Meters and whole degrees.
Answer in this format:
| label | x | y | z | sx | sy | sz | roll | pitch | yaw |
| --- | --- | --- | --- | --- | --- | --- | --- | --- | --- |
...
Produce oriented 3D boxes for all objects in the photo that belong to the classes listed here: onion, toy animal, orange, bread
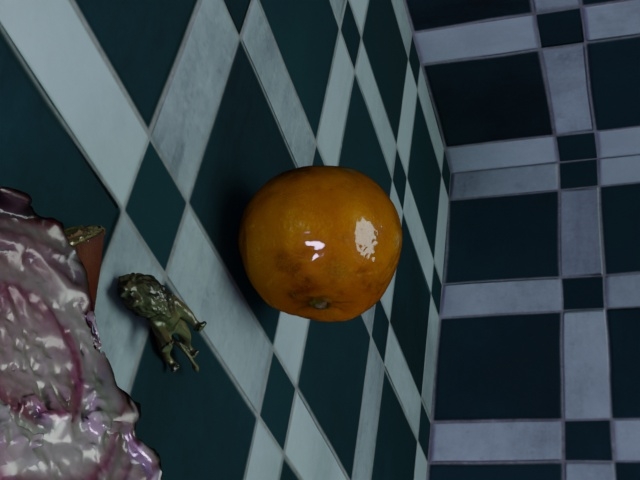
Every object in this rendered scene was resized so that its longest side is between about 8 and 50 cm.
| label | x | y | z | sx | sy | sz | roll | pitch | yaw |
| --- | --- | --- | --- | --- | --- | --- | --- | --- | --- |
| onion | -0.297 | 0.125 | 0.765 | 0.280 | 0.146 | 0.314 | -5 | 75 | -51 |
| toy animal | -0.185 | 0.113 | 1.189 | 0.069 | 0.086 | 0.219 | -41 | 143 | -18 |
| orange | 0.000 | 0.000 | 1.485 | 0.261 | 0.261 | 0.261 | -5 | 90 | -72 |
| bread | -0.270 | 0.057 | 0.956 | 0.119 | 0.067 | 0.192 | 45 | 44 | -63 |
